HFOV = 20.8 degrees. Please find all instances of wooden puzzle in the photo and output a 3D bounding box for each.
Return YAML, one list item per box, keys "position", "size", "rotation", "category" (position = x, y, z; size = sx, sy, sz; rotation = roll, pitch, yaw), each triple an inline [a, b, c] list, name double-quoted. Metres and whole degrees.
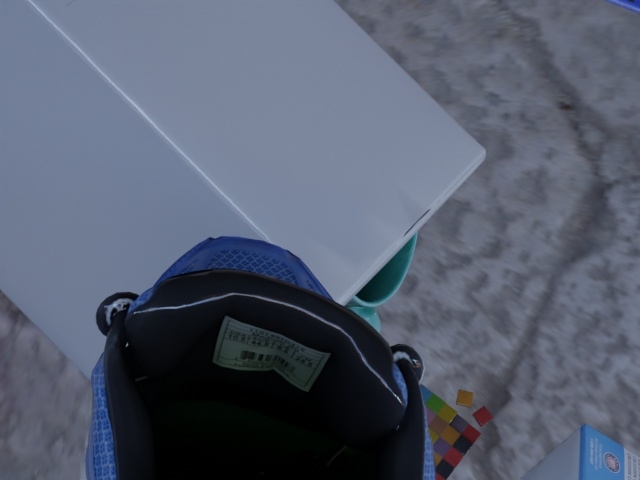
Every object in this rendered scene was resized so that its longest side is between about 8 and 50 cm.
- position: [0.067, 0.122, 1.081]
  size: [0.049, 0.006, 0.083]
  rotation: [38, 69, 5]
  category: "wooden puzzle"

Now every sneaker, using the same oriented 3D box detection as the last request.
- position: [-0.012, 0.067, 0.555]
  size: [0.130, 0.330, 0.147]
  rotation: [7, 112, -8]
  category: "sneaker"

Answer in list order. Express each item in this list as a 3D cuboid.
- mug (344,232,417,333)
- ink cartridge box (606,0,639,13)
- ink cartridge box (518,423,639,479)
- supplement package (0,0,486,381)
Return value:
- position: [-0.003, -0.007, 1.260]
  size: [0.097, 0.129, 0.157]
  rotation: [4, 71, 31]
  category: "mug"
- position: [0.218, -0.300, 1.285]
  size: [0.065, 0.186, 0.311]
  rotation: [-34, 61, 36]
  category: "ink cartridge box"
- position: [0.179, 0.191, 0.995]
  size: [0.143, 0.092, 0.090]
  rotation: [30, 126, -14]
  category: "ink cartridge box"
- position: [-0.095, -0.064, 0.932]
  size: [0.293, 0.177, 0.175]
  rotation: [45, 132, 2]
  category: "supplement package"
